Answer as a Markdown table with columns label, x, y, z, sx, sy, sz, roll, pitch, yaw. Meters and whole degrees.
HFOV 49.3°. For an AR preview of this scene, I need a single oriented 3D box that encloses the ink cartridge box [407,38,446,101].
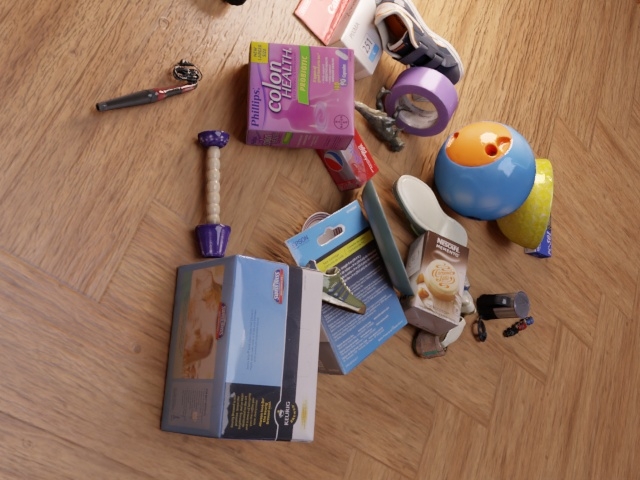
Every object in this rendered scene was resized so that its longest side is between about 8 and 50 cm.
| label | x | y | z | sx | sy | sz | roll | pitch | yaw |
| --- | --- | --- | --- | --- | --- | --- | --- | --- | --- |
| ink cartridge box | 0.328 | -0.511 | 2.090 | 0.128 | 0.072 | 0.175 | -9 | 88 | -42 |

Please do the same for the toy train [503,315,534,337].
| label | x | y | z | sx | sy | sz | roll | pitch | yaw |
| --- | --- | --- | --- | --- | --- | --- | --- | --- | --- |
| toy train | 0.645 | 0.277 | 2.252 | 0.158 | 0.036 | 0.027 | -21 | 96 | -42 |

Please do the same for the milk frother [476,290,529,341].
| label | x | y | z | sx | sy | sz | roll | pitch | yaw |
| --- | --- | --- | --- | --- | --- | --- | --- | --- | --- |
| milk frother | 0.542 | 0.230 | 2.103 | 0.129 | 0.135 | 0.143 | -3 | 84 | -41 |

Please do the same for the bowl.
| label | x | y | z | sx | sy | sz | roll | pitch | yaw |
| --- | --- | --- | --- | --- | --- | --- | --- | --- | --- |
| bowl | 0.614 | -0.122 | 2.195 | 0.156 | 0.289 | 0.289 | 7 | 73 | 3 |

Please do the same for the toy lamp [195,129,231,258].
| label | x | y | z | sx | sy | sz | roll | pitch | yaw |
| --- | --- | --- | --- | --- | --- | --- | --- | --- | --- |
| toy lamp | -0.234 | -0.099 | 1.514 | 0.080 | 0.080 | 0.274 | 5 | 77 | -41 |

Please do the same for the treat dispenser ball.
| label | x | y | z | sx | sy | sz | roll | pitch | yaw |
| --- | --- | --- | --- | --- | --- | --- | --- | --- | --- |
| treat dispenser ball | 0.474 | -0.200 | 2.017 | 0.288 | 0.288 | 0.288 | 9 | 76 | -40 |

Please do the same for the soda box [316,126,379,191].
| label | x | y | z | sx | sy | sz | roll | pitch | yaw |
| --- | --- | --- | --- | --- | --- | --- | --- | --- | --- |
| soda box | 0.039 | -0.258 | 1.780 | 0.092 | 0.084 | 0.263 | -44 | 112 | -37 |

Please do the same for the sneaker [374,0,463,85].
| label | x | y | z | sx | sy | sz | roll | pitch | yaw |
| --- | --- | --- | --- | --- | --- | --- | --- | --- | --- |
| sneaker | 0.262 | -0.527 | 1.923 | 0.321 | 0.126 | 0.127 | 43 | 51 | -17 |

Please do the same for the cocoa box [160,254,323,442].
| label | x | y | z | sx | sy | sz | roll | pitch | yaw |
| --- | --- | --- | --- | --- | --- | --- | --- | --- | --- |
| cocoa box | -0.158 | 0.223 | 1.417 | 0.228 | 0.232 | 0.346 | 14 | 73 | -39 |

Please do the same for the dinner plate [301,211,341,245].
| label | x | y | z | sx | sy | sz | roll | pitch | yaw |
| --- | --- | --- | --- | --- | --- | --- | --- | --- | --- |
| dinner plate | 0.000 | 0.000 | 1.736 | 0.141 | 0.017 | 0.141 | 1 | 88 | -41 |

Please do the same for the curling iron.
| label | x | y | z | sx | sy | sz | roll | pitch | yaw |
| --- | --- | --- | --- | --- | --- | --- | --- | --- | --- |
| curling iron | -0.359 | -0.318 | 1.470 | 0.274 | 0.035 | 0.068 | -36 | 102 | -40 |

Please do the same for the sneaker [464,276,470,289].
| label | x | y | z | sx | sy | sz | roll | pitch | yaw |
| --- | --- | --- | --- | --- | --- | --- | --- | --- | --- |
| sneaker | 0.393 | 0.085 | 2.008 | 0.052 | 0.058 | 0.135 | -1 | 43 | -27 |

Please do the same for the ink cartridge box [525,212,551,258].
| label | x | y | z | sx | sy | sz | roll | pitch | yaw |
| --- | --- | --- | --- | --- | --- | --- | --- | --- | --- |
| ink cartridge box | 0.748 | -0.049 | 2.397 | 0.097 | 0.046 | 0.207 | 16 | 72 | -37 |

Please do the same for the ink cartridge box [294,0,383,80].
| label | x | y | z | sx | sy | sz | roll | pitch | yaw |
| --- | --- | --- | --- | --- | --- | --- | --- | --- | --- |
| ink cartridge box | 0.087 | -0.633 | 1.904 | 0.261 | 0.066 | 0.296 | 41 | 58 | -30 |

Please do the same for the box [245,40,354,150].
| label | x | y | z | sx | sy | sz | roll | pitch | yaw |
| --- | --- | --- | --- | --- | --- | --- | --- | --- | --- |
| box | -0.048 | -0.333 | 1.621 | 0.243 | 0.117 | 0.213 | 2 | 79 | -7 |

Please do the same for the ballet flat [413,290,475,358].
| label | x | y | z | sx | sy | sz | roll | pitch | yaw |
| --- | --- | --- | --- | --- | --- | --- | --- | --- | --- |
| ballet flat | 0.377 | 0.214 | 1.979 | 0.107 | 0.106 | 0.316 | 51 | 53 | -23 |

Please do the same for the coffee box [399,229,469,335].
| label | x | y | z | sx | sy | sz | roll | pitch | yaw |
| --- | --- | --- | --- | --- | --- | --- | --- | --- | --- |
| coffee box | 0.306 | 0.113 | 1.893 | 0.141 | 0.098 | 0.246 | 24 | 57 | -14 |

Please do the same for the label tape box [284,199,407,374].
| label | x | y | z | sx | sy | sz | roll | pitch | yaw |
| --- | --- | --- | --- | --- | --- | --- | --- | --- | --- |
| label tape box | 0.042 | 0.112 | 1.688 | 0.249 | 0.115 | 0.347 | -32 | 104 | -37 |

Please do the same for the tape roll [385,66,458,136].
| label | x | y | z | sx | sy | sz | roll | pitch | yaw |
| --- | --- | --- | --- | --- | --- | --- | --- | --- | --- |
| tape roll | 0.281 | -0.385 | 1.947 | 0.189 | 0.189 | 0.080 | 46 | 56 | -26 |

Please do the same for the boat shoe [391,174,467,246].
| label | x | y | z | sx | sy | sz | roll | pitch | yaw |
| --- | --- | --- | --- | --- | --- | --- | --- | --- | --- |
| boat shoe | 0.292 | -0.067 | 1.967 | 0.305 | 0.091 | 0.109 | 42 | 66 | -27 |

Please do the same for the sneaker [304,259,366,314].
| label | x | y | z | sx | sy | sz | roll | pitch | yaw |
| --- | --- | --- | --- | --- | --- | --- | --- | --- | --- |
| sneaker | 0.034 | 0.103 | 1.566 | 0.192 | 0.064 | 0.086 | 23 | 77 | -31 |

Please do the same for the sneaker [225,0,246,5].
| label | x | y | z | sx | sy | sz | roll | pitch | yaw |
| --- | --- | --- | --- | --- | --- | --- | --- | --- | --- |
| sneaker | -0.250 | -0.681 | 1.599 | 0.270 | 0.090 | 0.144 | 39 | 58 | -34 |

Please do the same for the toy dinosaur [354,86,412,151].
| label | x | y | z | sx | sy | sz | roll | pitch | yaw |
| --- | --- | --- | --- | --- | --- | --- | --- | --- | --- |
| toy dinosaur | 0.173 | -0.344 | 1.907 | 0.268 | 0.064 | 0.118 | 35 | 99 | -31 |

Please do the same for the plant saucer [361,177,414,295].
| label | x | y | z | sx | sy | sz | roll | pitch | yaw |
| --- | --- | --- | --- | --- | --- | --- | --- | --- | --- |
| plant saucer | 0.165 | -0.002 | 1.764 | 0.317 | 0.044 | 0.317 | -21 | 90 | -84 |
